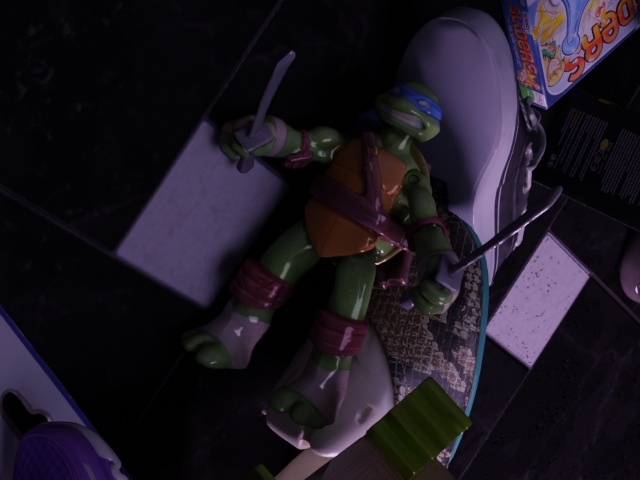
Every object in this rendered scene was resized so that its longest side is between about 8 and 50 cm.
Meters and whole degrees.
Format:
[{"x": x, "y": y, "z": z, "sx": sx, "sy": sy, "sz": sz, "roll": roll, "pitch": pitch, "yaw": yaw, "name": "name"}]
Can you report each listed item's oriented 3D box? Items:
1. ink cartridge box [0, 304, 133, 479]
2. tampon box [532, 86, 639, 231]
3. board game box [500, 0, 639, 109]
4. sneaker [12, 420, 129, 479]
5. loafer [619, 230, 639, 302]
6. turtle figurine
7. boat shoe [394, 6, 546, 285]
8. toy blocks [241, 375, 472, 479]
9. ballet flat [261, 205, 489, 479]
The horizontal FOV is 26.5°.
[{"x": -0.260, "y": 0.222, "z": 0.882, "sx": 0.324, "sy": 0.071, "sz": 0.330, "roll": 62, "pitch": 35, "yaw": -34, "name": "ink cartridge box"}, {"x": 0.311, "y": -0.064, "z": 1.312, "sx": 0.120, "sy": 0.161, "sz": 0.101, "roll": 15, "pitch": 102, "yaw": -49, "name": "tampon box"}, {"x": 0.249, "y": -0.232, "z": 1.242, "sx": 0.201, "sy": 0.035, "sz": 0.136, "roll": -41, "pitch": 137, "yaw": -21, "name": "board game box"}, {"x": -0.182, "y": 0.233, "z": 0.863, "sx": 0.104, "sy": 0.095, "sz": 0.236, "roll": 13, "pitch": 75, "yaw": -52, "name": "sneaker"}, {"x": 0.474, "y": -0.073, "z": 1.497, "sx": 0.134, "sy": 0.130, "sz": 0.366, "roll": 22, "pitch": 97, "yaw": -50, "name": "loafer"}, {"x": 0.000, "y": 0.000, "z": 1.013, "sx": 0.198, "sy": 0.275, "sz": 0.266, "roll": 24, "pitch": 101, "yaw": -16, "name": "turtle figurine"}, {"x": 0.140, "y": -0.080, "z": 1.167, "sx": 0.105, "sy": 0.113, "sz": 0.306, "roll": -40, "pitch": 139, "yaw": -31, "name": "boat shoe"}, {"x": -0.057, "y": 0.288, "z": 1.004, "sx": 0.261, "sy": 0.191, "sz": 0.381, "roll": -26, "pitch": 161, "yaw": -53, "name": "toy blocks"}, {"x": 0.021, "y": 0.202, "z": 1.192, "sx": 0.182, "sy": 0.164, "sz": 0.483, "roll": -9, "pitch": 123, "yaw": -33, "name": "ballet flat"}]
